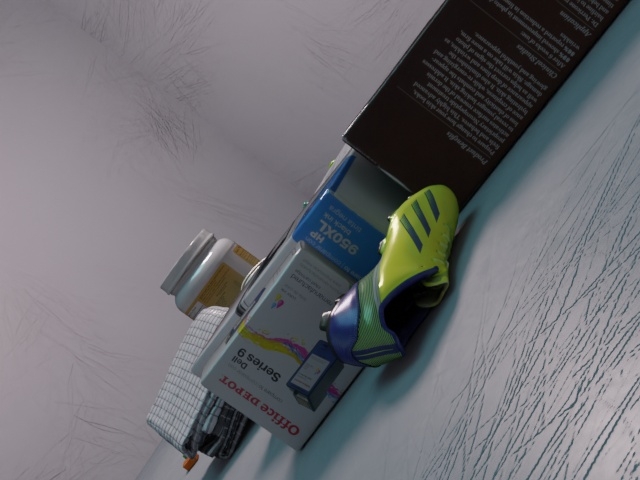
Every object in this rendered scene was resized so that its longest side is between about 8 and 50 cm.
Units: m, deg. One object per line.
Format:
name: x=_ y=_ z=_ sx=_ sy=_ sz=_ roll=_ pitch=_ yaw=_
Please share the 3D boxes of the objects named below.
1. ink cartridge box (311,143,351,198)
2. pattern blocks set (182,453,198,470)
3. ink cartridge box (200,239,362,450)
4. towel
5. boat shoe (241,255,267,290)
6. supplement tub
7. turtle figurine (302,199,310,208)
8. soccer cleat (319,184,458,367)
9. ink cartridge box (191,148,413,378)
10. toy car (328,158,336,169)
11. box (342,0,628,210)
ink cartridge box: x=0.070 y=-0.080 z=1.474 sx=0.271 sy=0.130 sz=0.309 roll=-56 pitch=8 yaw=29
pattern blocks set: x=-0.246 y=0.421 z=1.842 sx=0.325 sy=0.026 sz=0.285 roll=-50 pitch=6 yaw=44
ink cartridge box: x=-0.027 y=0.131 z=0.975 sx=0.212 sy=0.154 sz=0.093 roll=-52 pitch=6 yaw=5
towel: x=-0.198 y=0.273 z=1.483 sx=0.235 sy=0.121 sz=0.283 roll=0 pitch=64 yaw=60
boat shoe: x=-0.035 y=0.048 z=1.829 sx=0.335 sy=0.112 sz=0.095 roll=-39 pitch=-25 yaw=-5
supplement tub: x=-0.232 y=0.137 z=2.003 sx=0.228 sy=0.316 sz=0.228 roll=-53 pitch=4 yaw=6
turtle figurine: x=0.000 y=0.000 z=1.994 sx=0.118 sy=0.175 sz=0.234 roll=-10 pitch=36 yaw=8
soccer cleat: x=0.112 y=0.036 z=0.884 sx=0.121 sy=0.093 sz=0.289 roll=-5 pitch=34 yaw=42
ink cartridge box: x=-0.003 y=0.057 z=1.215 sx=0.395 sy=0.166 sz=0.285 roll=-52 pitch=4 yaw=28
toy car: x=0.144 y=-0.162 z=1.785 sx=0.188 sy=0.148 sz=0.155 roll=-22 pitch=1 yaw=30
box: x=0.218 y=-0.237 z=1.059 sx=0.381 sy=0.191 sz=0.143 roll=-52 pitch=4 yaw=9
